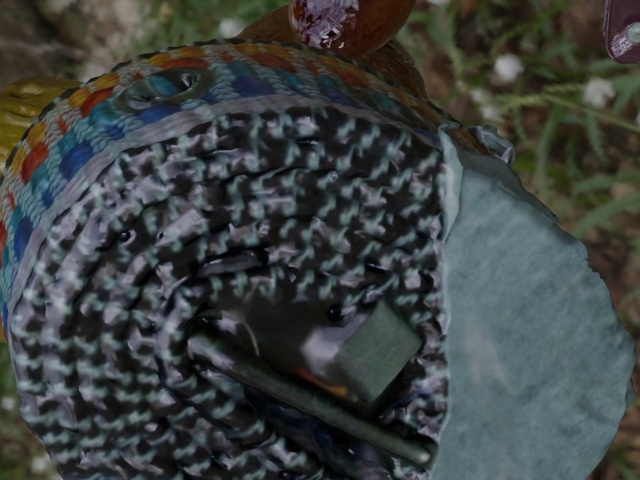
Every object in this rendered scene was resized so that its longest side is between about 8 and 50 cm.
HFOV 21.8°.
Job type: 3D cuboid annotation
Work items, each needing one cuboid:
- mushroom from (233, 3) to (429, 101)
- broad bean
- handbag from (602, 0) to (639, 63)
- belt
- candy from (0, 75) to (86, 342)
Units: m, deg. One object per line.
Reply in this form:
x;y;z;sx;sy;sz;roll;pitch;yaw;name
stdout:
0.004;-0.153;1.883;0.195;0.263;0.283;122;162;-45;mushroom
0.031;-0.230;1.420;0.084;0.114;0.165;29;106;64;broad bean
0.439;-0.296;1.924;0.074;0.216;0.203;-76;-11;-58;handbag
-0.005;0.033;0.675;0.207;0.257;0.150;-57;24;11;belt
-0.258;-0.026;1.557;0.118;0.260;0.259;11;85;14;candy
